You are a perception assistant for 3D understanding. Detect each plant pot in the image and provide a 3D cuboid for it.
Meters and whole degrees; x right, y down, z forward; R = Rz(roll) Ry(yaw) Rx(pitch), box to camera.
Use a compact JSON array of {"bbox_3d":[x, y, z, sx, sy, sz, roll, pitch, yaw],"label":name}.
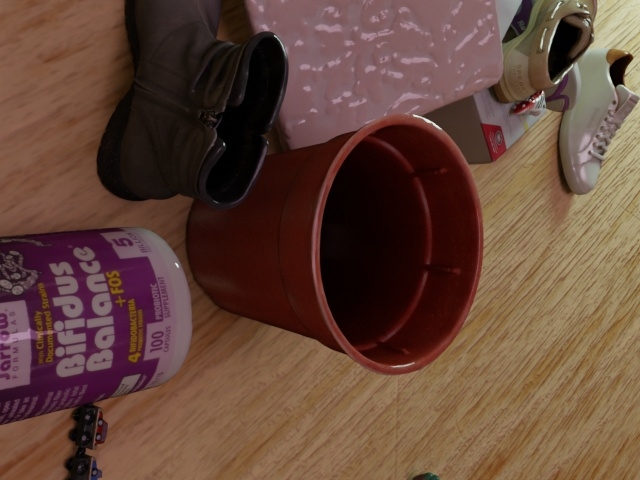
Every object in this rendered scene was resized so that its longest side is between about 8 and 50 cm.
[{"bbox_3d":[0.000,0.000,0.912,0.272,0.265,0.272,-3,94,-44],"label":"plant pot"}]

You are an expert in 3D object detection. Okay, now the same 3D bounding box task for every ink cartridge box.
[{"bbox_3d":[0.245,-0.214,1.227,0.176,0.127,0.128,-39,117,-35],"label":"ink cartridge box"}]

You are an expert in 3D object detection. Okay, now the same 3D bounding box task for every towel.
[{"bbox_3d":[0.067,-0.287,0.990,0.332,0.053,0.316,-24,122,-11],"label":"towel"}]

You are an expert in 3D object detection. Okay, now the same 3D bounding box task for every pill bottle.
[{"bbox_3d":[-0.283,0.079,0.715,0.302,0.169,0.169,-7,97,-43],"label":"pill bottle"}]

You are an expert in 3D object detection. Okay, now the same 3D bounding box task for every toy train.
[{"bbox_3d":[-0.249,0.204,0.851,0.036,0.027,0.158,13,82,-54],"label":"toy train"}]

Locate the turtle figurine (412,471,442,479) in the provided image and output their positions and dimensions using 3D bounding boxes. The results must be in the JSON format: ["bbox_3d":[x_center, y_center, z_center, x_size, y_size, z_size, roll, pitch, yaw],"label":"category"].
[{"bbox_3d":[0.139,0.474,1.165,0.234,0.118,0.175,-57,143,-45],"label":"turtle figurine"}]

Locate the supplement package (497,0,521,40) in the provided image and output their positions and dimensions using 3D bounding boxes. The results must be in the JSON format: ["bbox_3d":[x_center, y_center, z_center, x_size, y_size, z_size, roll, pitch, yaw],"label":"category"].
[{"bbox_3d":[0.165,-0.414,1.133,0.262,0.145,0.204,45,63,-35],"label":"supplement package"}]

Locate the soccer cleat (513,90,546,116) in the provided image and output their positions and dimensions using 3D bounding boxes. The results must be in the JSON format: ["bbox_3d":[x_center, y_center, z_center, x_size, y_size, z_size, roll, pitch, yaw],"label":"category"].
[{"bbox_3d":[0.319,-0.201,1.190,0.083,0.029,0.035,-39,114,-42],"label":"soccer cleat"}]

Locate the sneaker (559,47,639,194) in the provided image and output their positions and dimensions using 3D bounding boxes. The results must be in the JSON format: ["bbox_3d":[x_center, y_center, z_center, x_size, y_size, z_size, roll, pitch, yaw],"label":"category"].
[{"bbox_3d":[0.539,-0.231,1.509,0.106,0.123,0.290,9,87,-45],"label":"sneaker"}]

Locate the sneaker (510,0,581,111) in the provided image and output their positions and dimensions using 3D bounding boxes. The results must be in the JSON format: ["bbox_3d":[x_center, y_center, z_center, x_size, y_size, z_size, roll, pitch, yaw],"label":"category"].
[{"bbox_3d":[0.399,-0.372,1.375,0.152,0.114,0.305,-45,121,-31],"label":"sneaker"}]

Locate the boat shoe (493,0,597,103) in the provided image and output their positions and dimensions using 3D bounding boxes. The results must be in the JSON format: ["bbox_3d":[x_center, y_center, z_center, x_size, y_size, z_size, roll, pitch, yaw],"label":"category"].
[{"bbox_3d":[0.364,-0.305,1.184,0.302,0.098,0.109,-45,119,-36],"label":"boat shoe"}]

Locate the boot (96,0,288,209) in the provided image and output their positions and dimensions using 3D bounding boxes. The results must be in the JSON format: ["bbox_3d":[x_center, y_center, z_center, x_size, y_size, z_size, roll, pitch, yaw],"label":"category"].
[{"bbox_3d":[-0.112,-0.195,0.827,0.118,0.223,0.338,11,84,-42],"label":"boot"}]
